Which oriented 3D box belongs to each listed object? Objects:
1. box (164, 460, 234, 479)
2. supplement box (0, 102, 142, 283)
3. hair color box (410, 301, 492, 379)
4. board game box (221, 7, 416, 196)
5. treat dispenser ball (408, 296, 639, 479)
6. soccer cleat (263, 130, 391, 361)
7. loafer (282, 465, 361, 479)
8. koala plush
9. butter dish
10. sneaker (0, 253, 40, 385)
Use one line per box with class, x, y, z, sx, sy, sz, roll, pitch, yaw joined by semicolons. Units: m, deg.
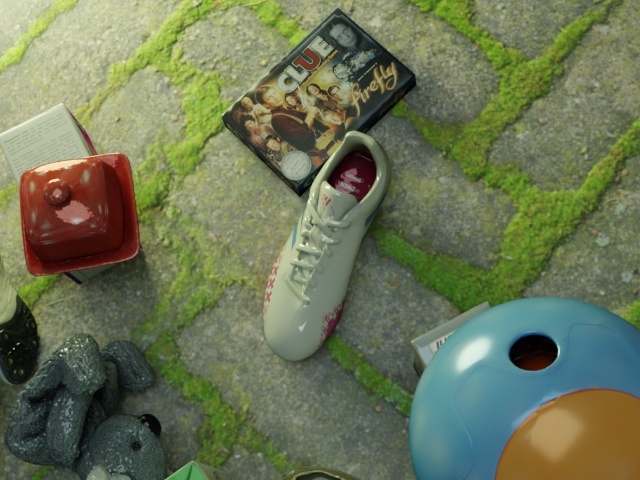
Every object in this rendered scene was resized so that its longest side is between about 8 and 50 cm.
box;-0.114;0.419;1.303;0.127;0.231;0.262;-35;73;-4
supplement box;-0.360;-0.067;1.534;0.114;0.111;0.220;-29;73;-3
hair color box;0.248;0.279;1.326;0.114;0.185;0.374;-27;73;-3
board game box;-0.003;-0.206;1.570;0.243;0.042;0.165;-45;74;-7
treat dispenser ball;0.236;0.202;1.103;0.288;0.288;0.288;-2;74;6
soccer cleat;0.000;0.000;1.458;0.116;0.143;0.331;19;77;11
loafer;0.060;0.363;1.374;0.251;0.087;0.094;22;78;12
koala plush;-0.283;0.267;1.399;0.203;0.196;0.221;-46;74;4
butter dish;-0.332;-0.048;1.405;0.160;0.118;0.160;-10;73;3
sneaker;-0.473;0.100;1.524;0.086;0.085;0.237;-31;76;30
